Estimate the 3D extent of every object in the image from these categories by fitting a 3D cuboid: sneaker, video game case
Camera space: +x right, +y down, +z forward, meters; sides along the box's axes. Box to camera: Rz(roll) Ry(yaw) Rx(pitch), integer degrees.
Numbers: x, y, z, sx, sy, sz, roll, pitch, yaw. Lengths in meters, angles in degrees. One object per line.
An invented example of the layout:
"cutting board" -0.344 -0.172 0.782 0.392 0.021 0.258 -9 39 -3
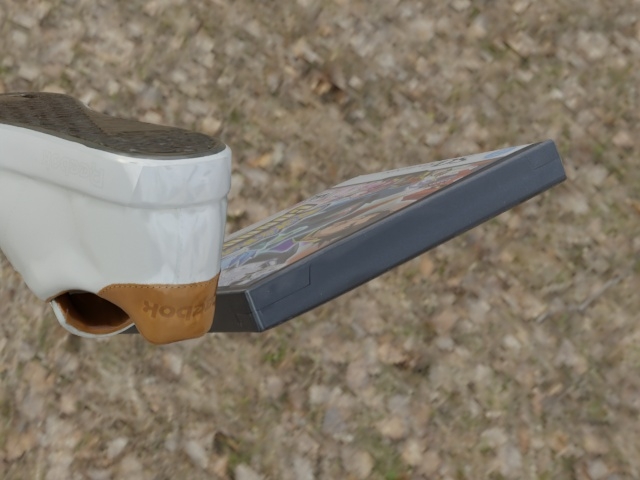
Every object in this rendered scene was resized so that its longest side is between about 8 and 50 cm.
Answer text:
"sneaker" -0.157 -0.014 0.755 0.106 0.123 0.290 -12 20 -36
"video game case" 0.000 0.000 0.993 0.275 0.248 0.035 -25 100 -31
